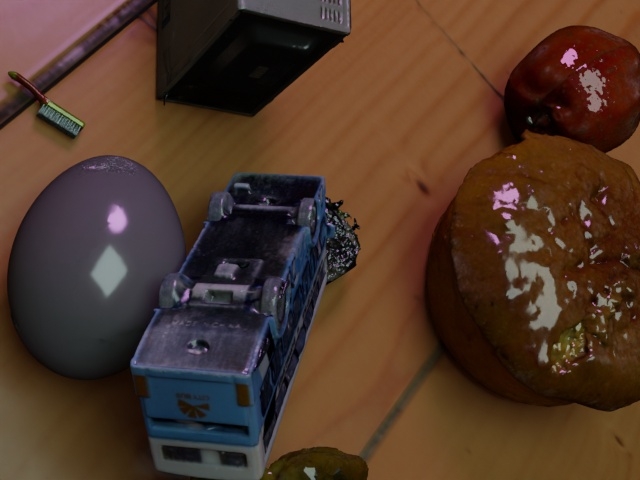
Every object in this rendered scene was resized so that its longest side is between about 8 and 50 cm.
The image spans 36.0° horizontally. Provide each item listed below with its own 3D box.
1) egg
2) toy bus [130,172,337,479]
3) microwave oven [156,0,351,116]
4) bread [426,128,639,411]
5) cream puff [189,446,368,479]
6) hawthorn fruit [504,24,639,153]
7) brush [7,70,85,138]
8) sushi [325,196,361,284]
[{"bbox_3d":[-0.186,0.020,0.833,0.146,0.146,0.199,23,56,-22],"label":"egg"},{"bbox_3d":[-0.062,0.055,0.828,0.106,0.131,0.297,3,30,10],"label":"toy bus"},{"bbox_3d":[-0.063,-0.225,0.943,0.129,0.205,0.163,6,74,-28],"label":"microwave oven"},{"bbox_3d":[0.254,0.043,1.071,0.312,0.172,0.312,9,68,-24],"label":"bread"},{"bbox_3d":[-0.048,0.279,0.805,0.244,0.196,0.244,9,71,-26],"label":"cream puff"},{"bbox_3d":[0.288,-0.164,1.155,0.194,0.157,0.157,-32,92,-40],"label":"hawthorn fruit"},{"bbox_3d":[-0.257,-0.125,0.911,0.083,0.018,0.021,39,70,-16],"label":"brush"},{"bbox_3d":[0.000,0.000,0.999,0.084,0.056,0.083,-30,91,-32],"label":"sushi"}]
